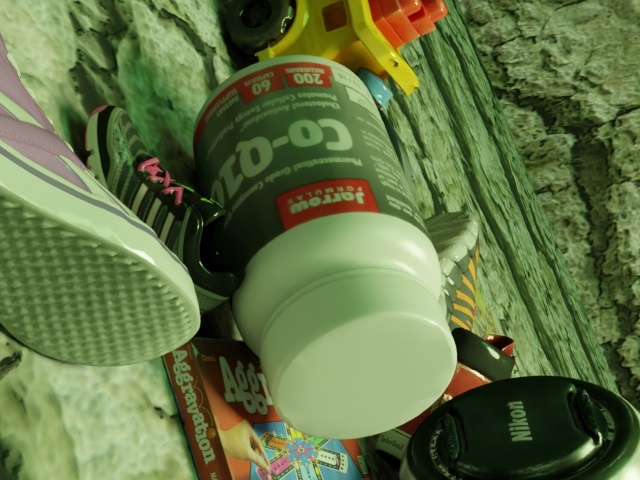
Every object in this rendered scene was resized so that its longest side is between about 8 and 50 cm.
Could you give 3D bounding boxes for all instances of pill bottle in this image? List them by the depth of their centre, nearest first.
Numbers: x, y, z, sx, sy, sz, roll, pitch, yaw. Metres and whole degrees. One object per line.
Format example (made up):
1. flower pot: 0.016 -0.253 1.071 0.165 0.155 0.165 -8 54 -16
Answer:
1. pill bottle: 0.000 0.000 0.992 0.161 0.161 0.283 50 15 -44

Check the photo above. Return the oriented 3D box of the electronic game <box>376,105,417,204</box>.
1. electronic game: 0.035 -0.012 1.181 0.229 0.048 0.229 180 -90 -73

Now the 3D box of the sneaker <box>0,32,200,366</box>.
1. sneaker: -0.163 -0.045 0.719 0.282 0.102 0.161 48 22 -48

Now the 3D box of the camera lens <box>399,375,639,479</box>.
1. camera lens: 0.196 0.275 1.139 0.219 0.219 0.274 -74 153 -64

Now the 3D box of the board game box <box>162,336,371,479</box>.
1. board game box: -0.030 0.150 1.001 0.281 0.027 0.145 16 52 -69

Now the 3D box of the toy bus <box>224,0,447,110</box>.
1. toy bus: 0.031 -0.189 1.313 0.149 0.211 0.220 41 32 -59

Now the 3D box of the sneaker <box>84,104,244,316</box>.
1. sneaker: -0.106 -0.023 0.905 0.170 0.075 0.063 66 17 -3

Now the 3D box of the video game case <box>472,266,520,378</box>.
1. video game case: 0.224 0.116 1.833 0.227 0.026 0.206 12 57 -70

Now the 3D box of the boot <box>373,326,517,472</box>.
1. boot: 0.168 0.197 1.297 0.176 0.088 0.244 -55 135 -16

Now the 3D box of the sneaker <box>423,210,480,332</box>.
1. sneaker: 0.132 0.103 1.444 0.180 0.125 0.321 65 27 -22
